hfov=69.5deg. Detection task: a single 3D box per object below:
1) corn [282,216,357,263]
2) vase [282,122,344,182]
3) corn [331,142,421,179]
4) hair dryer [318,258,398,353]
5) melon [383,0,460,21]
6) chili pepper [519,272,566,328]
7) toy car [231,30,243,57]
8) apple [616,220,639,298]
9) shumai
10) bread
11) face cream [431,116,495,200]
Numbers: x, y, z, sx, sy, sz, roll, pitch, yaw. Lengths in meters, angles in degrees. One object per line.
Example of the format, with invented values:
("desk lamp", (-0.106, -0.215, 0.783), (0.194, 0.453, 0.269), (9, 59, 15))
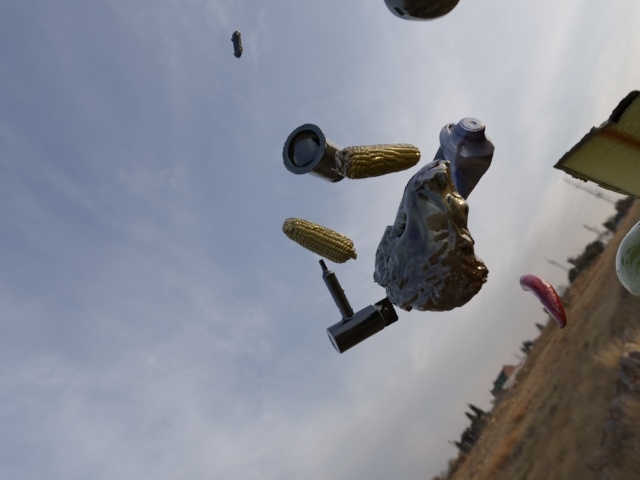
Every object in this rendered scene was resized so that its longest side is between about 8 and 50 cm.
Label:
("corn", (0.000, 0.000, 1.973), (0.130, 0.347, 0.130), (24, -90, -87))
("vase", (-0.003, -0.386, 2.180), (0.291, 0.245, 0.245), (18, -76, -55))
("corn", (0.183, -0.249, 1.444), (0.305, 0.106, 0.106), (-11, -50, -30))
("hair dryer", (0.078, 0.150, 1.249), (0.195, 0.248, 0.078), (-27, 0, -14))
("melon", (0.355, -0.878, 1.581), (0.329, 0.248, 0.248), (-14, -49, -37))
("chili pepper", (0.916, 0.222, 1.939), (0.368, 0.092, 0.137), (-85, -9, -71))
("toy car", (-0.280, -0.664, 1.567), (0.025, 0.041, 0.093), (-8, -93, -38))
("apple", (0.859, 0.050, 1.099), (0.262, 0.262, 0.262), (-37, -34, -31))
("shumai", (0.214, -0.010, 1.016), (0.217, 0.346, 0.283), (-23, -66, -7))
("bread", (0.973, -0.233, 1.306), (0.242, 0.405, 0.346), (-14, -38, -31))
("face cream", (0.346, -0.148, 1.267), (0.137, 0.235, 0.420), (0, -40, -9))
